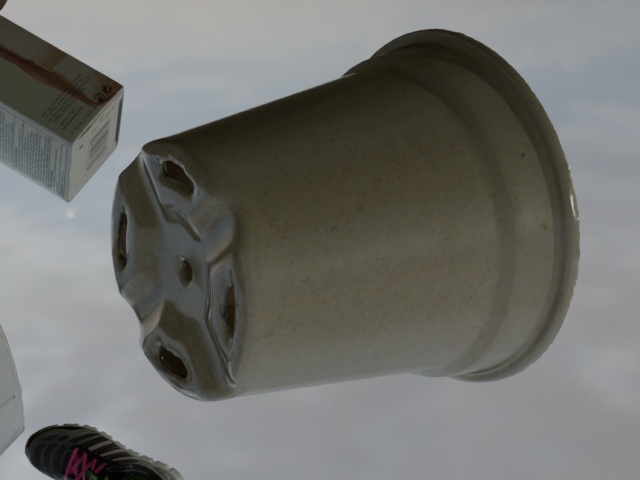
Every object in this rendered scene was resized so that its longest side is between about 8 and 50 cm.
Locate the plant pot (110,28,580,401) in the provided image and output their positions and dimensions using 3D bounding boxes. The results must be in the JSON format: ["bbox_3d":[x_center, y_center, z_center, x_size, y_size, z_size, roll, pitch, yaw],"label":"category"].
[{"bbox_3d":[0.000,0.000,1.334,0.305,0.333,0.334,-14,-163,-34],"label":"plant pot"}]

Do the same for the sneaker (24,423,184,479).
[{"bbox_3d":[-0.219,0.236,1.545,0.170,0.063,0.075,23,-172,-4],"label":"sneaker"}]

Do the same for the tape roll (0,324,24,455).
[{"bbox_3d":[-0.354,0.009,0.983,0.392,0.392,0.072,10,-136,45],"label":"tape roll"}]

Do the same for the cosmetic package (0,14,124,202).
[{"bbox_3d":[-0.431,-0.203,2.111,0.296,0.153,0.129,31,-123,7],"label":"cosmetic package"}]

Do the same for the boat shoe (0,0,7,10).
[{"bbox_3d":[-0.479,-0.445,1.935,0.122,0.341,0.110,-24,-150,-25],"label":"boat shoe"}]
